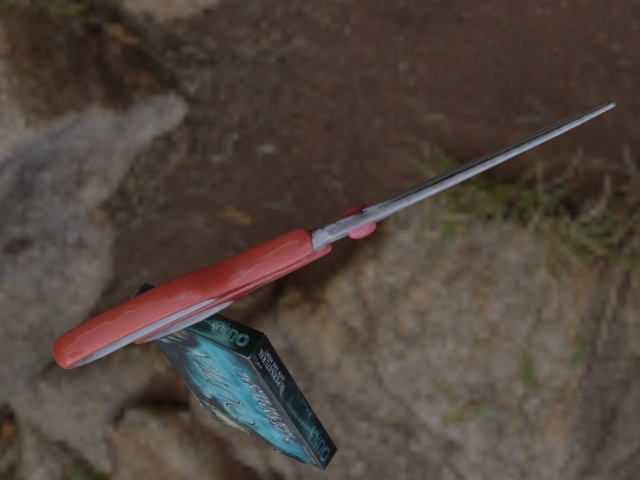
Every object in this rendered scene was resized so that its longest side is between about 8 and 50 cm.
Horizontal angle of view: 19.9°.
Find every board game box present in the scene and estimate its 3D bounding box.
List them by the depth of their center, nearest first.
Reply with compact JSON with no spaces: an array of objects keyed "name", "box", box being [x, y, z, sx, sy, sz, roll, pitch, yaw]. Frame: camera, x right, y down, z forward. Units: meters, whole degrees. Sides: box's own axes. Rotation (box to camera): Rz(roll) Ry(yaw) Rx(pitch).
[{"name":"board game box","box":[-0.068,0.111,1.462,0.126,0.026,0.186,21,155,32]}]

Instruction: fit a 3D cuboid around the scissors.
[{"name":"scissors","box":[0.000,0.000,0.885,0.297,0.021,0.109,-25,173,26]}]
